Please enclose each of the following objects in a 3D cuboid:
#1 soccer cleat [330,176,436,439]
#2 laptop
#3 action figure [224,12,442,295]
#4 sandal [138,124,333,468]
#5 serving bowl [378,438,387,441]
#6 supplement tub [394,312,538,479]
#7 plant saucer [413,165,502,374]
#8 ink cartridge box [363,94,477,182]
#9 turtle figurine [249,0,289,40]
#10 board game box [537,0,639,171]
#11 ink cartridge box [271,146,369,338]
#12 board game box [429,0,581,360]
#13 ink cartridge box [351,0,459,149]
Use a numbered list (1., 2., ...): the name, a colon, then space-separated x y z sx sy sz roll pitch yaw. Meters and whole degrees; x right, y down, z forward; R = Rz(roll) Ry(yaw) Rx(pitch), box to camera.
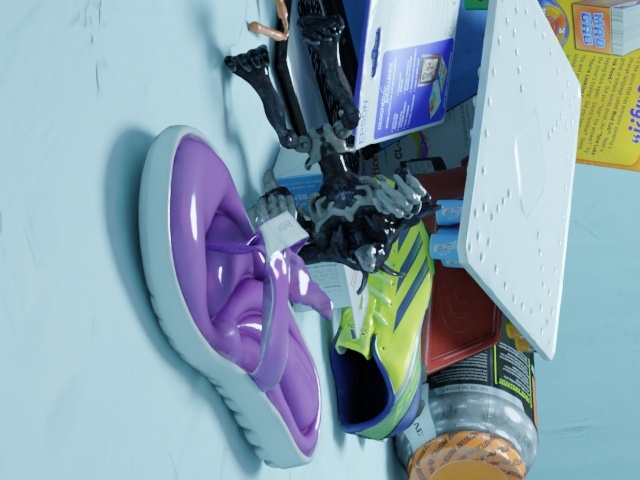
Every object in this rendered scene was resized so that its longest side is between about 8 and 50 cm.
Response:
1. soccer cleat: 0.061 0.075 1.709 0.121 0.093 0.289 -5 94 -53
2. laptop: 0.112 -0.206 1.810 0.408 0.236 0.382 -86 165 -44
3. action figure: 0.010 -0.053 1.394 0.141 0.164 0.275 -86 155 -64
4. sandal: -0.039 0.042 1.206 0.416 0.102 0.169 66 21 -59
5. serving bowl: 0.061 0.198 1.857 0.083 0.027 0.083 -7 90 -80
6. supplement tub: 0.199 0.216 2.143 0.316 0.194 0.193 -84 164 -50
7. plant saucer: 0.166 0.042 1.934 0.258 0.048 0.259 -13 110 -57
8. ink cartridge box: 0.144 -0.129 2.106 0.072 0.175 0.127 -59 141 -69
9. turtle figurine: -0.041 -0.332 1.461 0.269 0.087 0.217 66 20 -58
10. board game box: 0.308 -0.358 2.246 0.356 0.356 0.356 -94 -167 -56
11. ink cartridge box: 0.000 0.000 1.553 0.104 0.062 0.181 -71 152 -64
12. board game box: 0.233 -0.093 1.903 0.390 0.050 0.390 43 51 -59
13. ink cartridge box: 0.083 -0.214 1.690 0.208 0.045 0.206 -22 123 -57
